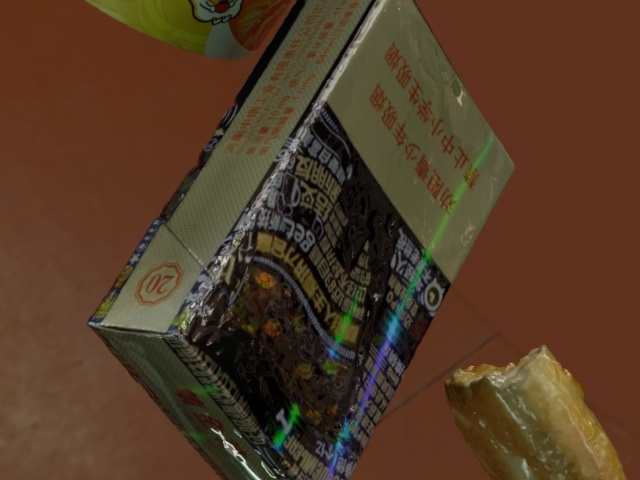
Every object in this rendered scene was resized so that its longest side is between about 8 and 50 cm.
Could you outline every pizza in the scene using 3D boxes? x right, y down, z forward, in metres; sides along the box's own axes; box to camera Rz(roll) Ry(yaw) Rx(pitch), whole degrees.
[{"bbox_3d":[0.133,0.129,1.167,0.062,0.161,0.182,-40,110,-17],"label":"pizza"}]

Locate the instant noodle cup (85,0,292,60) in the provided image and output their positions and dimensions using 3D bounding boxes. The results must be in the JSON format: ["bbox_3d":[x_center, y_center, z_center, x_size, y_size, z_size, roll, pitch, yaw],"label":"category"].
[{"bbox_3d":[-0.091,-0.264,1.370,0.264,0.264,0.200,35,108,9],"label":"instant noodle cup"}]

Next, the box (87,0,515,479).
[{"bbox_3d":[0.000,0.000,1.280,0.084,0.310,0.198,5,143,40],"label":"box"}]
